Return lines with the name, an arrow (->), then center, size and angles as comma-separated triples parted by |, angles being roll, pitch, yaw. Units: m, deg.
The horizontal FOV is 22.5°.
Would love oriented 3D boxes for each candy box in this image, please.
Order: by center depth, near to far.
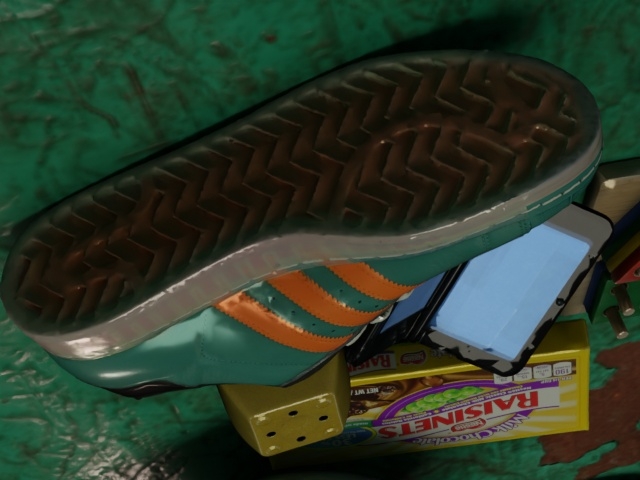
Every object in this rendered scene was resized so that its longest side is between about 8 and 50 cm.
candy box -> 0.063, 0.097, 0.990 | 0.205, 0.027, 0.105 | -8, 147, 4

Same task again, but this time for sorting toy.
sorting toy -> 0.209, 0.006, 0.949 | 0.274, 0.046, 0.132 | -9, 143, -12

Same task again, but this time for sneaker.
sneaker -> 0.000, 0.000, 0.803 | 0.302, 0.108, 0.121 | -18, 146, 13

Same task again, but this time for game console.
game console -> 0.086, 0.028, 0.877 | 0.107, 0.071, 0.122 | -25, 149, -56

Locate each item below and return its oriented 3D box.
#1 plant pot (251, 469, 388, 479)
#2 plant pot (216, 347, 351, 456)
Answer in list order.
plant pot -> 0.011, 0.279, 1.068 | 0.290, 0.290, 0.195 | -27, 180, 11
plant pot -> -0.023, 0.070, 0.895 | 0.081, 0.083, 0.081 | -17, 144, -3
